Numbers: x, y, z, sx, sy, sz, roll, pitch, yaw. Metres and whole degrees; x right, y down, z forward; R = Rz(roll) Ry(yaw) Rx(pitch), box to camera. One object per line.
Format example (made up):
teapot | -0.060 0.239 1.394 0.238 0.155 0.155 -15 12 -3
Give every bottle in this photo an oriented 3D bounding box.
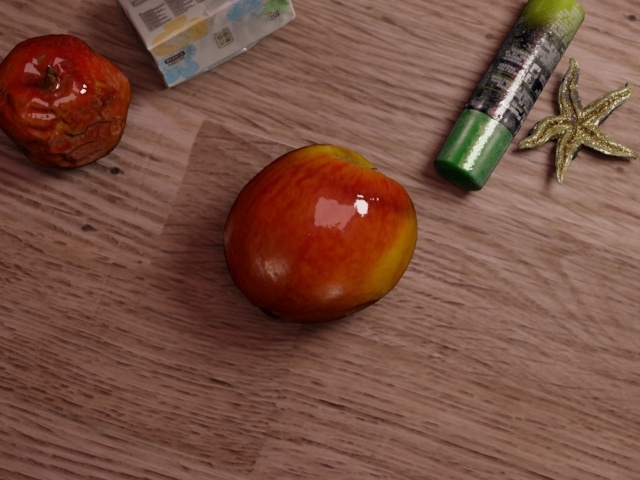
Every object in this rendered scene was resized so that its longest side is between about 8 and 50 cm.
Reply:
bottle | 0.291 -0.234 1.681 0.093 0.093 0.330 31 80 4

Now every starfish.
starfish | 0.417 -0.173 1.693 0.176 0.053 0.208 36 84 4

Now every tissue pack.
tissue pack | -0.169 -0.340 1.680 0.229 0.145 0.159 -30 49 -7

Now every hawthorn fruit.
hawthorn fruit | -0.388 -0.213 1.586 0.208 0.243 0.207 1 81 -4

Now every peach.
peach | 0.000 0.000 1.565 0.281 0.238 0.280 -4 111 -11
